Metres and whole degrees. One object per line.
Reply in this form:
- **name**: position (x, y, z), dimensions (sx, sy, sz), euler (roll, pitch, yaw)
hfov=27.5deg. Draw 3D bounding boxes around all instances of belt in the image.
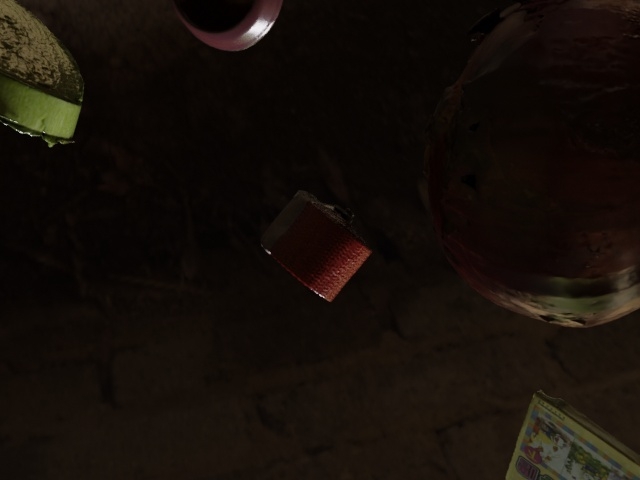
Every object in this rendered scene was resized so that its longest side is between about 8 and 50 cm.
- **belt**: position (0.000, 0.000, 1.899), dimensions (0.128, 0.201, 0.124), euler (39, 92, -16)

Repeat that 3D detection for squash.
- **squash**: position (-0.362, -0.197, 1.512), dimensions (0.220, 0.220, 0.133), euler (27, 99, -27)

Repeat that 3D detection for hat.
- **hat**: position (-0.115, -0.346, 1.707), dimensions (0.089, 0.205, 0.205), euler (-17, 135, -52)

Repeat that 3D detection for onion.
- **onion**: position (0.207, -0.067, 1.026), dimensions (0.276, 0.276, 0.276), euler (-7, 123, -10)

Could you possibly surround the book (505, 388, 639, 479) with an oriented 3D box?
- **book**: position (0.275, 0.261, 1.376), dimensions (0.013, 0.168, 0.192), euler (-36, 148, -35)
